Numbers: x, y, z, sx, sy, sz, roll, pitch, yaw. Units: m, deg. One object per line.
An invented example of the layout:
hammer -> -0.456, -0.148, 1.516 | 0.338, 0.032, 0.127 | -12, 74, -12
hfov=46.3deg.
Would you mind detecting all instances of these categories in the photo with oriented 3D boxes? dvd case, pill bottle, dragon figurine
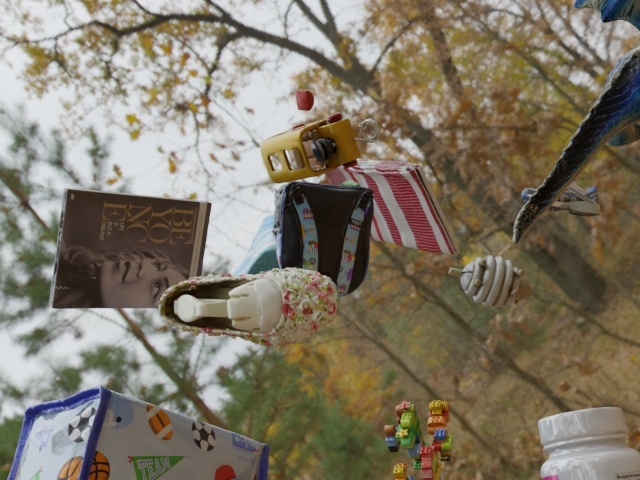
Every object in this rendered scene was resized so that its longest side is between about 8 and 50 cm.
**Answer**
dvd case -> -0.264, 0.017, 1.064 | 0.221, 0.018, 0.165 | 4, -81, -39
pill bottle -> 0.434, 0.412, 1.158 | 0.160, 0.283, 0.160 | -6, -23, -3
dragon figurine -> 0.208, -0.120, 0.431 | 0.289, 0.085, 0.144 | -28, -57, 0

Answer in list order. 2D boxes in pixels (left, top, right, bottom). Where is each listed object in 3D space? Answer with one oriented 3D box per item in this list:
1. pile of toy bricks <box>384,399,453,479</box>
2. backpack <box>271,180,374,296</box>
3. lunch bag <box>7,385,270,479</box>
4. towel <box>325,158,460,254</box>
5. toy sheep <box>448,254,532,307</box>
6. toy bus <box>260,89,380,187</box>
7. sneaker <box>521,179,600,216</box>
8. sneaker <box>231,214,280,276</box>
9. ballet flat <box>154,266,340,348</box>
pile of toy bricks -> 0.155, 0.319, 1.245 | 0.118, 0.105, 0.212 | -10, 24, 20
backpack -> 0.000, 0.000, 1.172 | 0.158, 0.173, 0.117 | 3, -2, -17
lunch bag -> -0.266, 0.437, 1.005 | 0.239, 0.386, 0.328 | -23, -38, 37
towel -> 0.146, -0.076, 1.669 | 0.037, 0.237, 0.329 | -42, 28, -23
toy sheep -> 0.267, 0.063, 1.170 | 0.091, 0.132, 0.091 | 20, -90, -87
toy bus -> -0.017, -0.159, 1.339 | 0.104, 0.191, 0.202 | -30, -30, -39
sneaker -> 0.399, -0.077, 1.241 | 0.052, 0.135, 0.058 | 160, 118, -80
sneaker -> -0.144, 0.067, 1.772 | 0.319, 0.127, 0.208 | -41, 21, 32
ballet flat -> -0.090, 0.076, 0.817 | 0.241, 0.091, 0.077 | -9, -7, 40
